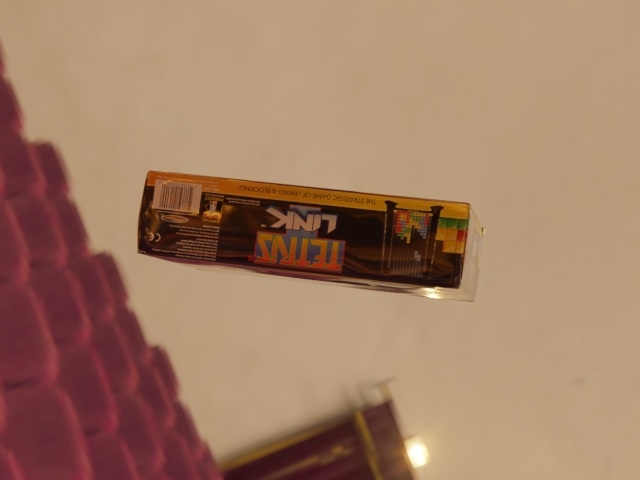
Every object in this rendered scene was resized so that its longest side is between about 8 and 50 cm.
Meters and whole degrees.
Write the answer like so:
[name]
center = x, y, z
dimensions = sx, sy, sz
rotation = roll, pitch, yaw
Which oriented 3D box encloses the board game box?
[board game box]
center = 0.000, 0.000, 0.899
dimensions = 0.141, 0.170, 0.048
rotation = 33, 64, -79
